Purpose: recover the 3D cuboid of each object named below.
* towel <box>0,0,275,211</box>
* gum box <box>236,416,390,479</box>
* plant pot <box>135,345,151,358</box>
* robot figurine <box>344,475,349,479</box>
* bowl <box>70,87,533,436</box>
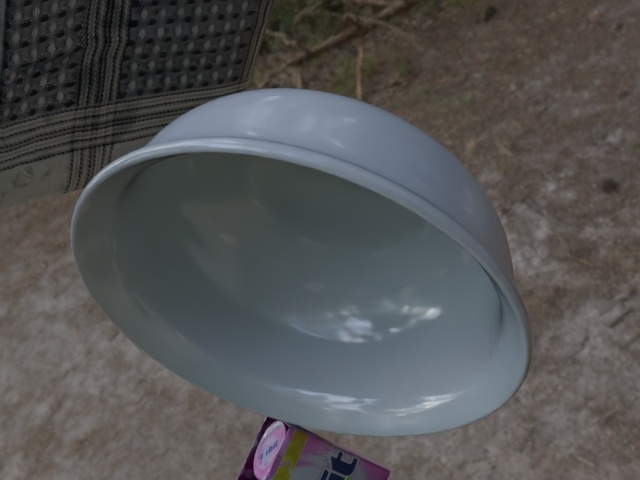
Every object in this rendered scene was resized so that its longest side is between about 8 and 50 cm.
[{"bbox_3d":[-0.159,-0.173,0.739,0.056,0.324,0.312,45,131,27],"label":"towel"},{"bbox_3d":[-0.032,0.262,0.803,0.188,0.107,0.062,-65,20,-8],"label":"gum box"},{"bbox_3d":[-0.098,0.060,1.069,0.254,0.276,0.276,-2,49,41],"label":"plant pot"},{"bbox_3d":[0.009,0.236,0.694,0.101,0.067,0.115,-29,39,20],"label":"robot figurine"},{"bbox_3d":[0.000,0.000,0.610,0.298,0.298,0.134,-15,42,38],"label":"bowl"}]
